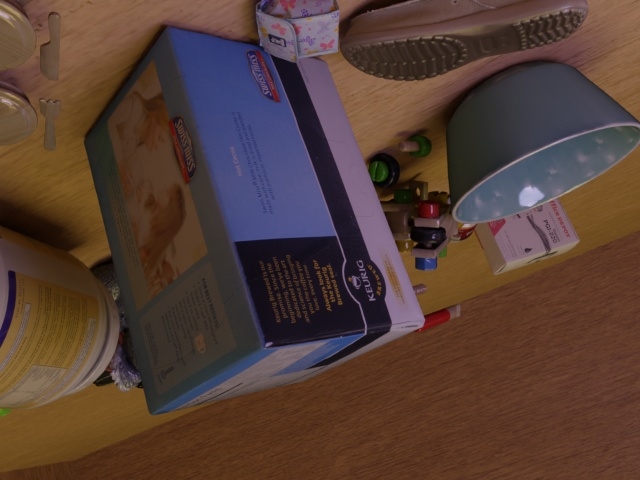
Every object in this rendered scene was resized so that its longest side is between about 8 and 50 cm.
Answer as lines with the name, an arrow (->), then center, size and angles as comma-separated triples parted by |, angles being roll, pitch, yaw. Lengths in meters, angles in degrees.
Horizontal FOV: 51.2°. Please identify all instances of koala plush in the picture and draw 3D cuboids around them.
koala plush -> -0.318, 0.151, 1.207 | 0.196, 0.221, 0.203 | -12, 161, -22

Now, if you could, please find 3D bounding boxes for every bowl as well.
bowl -> 0.326, -0.166, 1.063 | 0.311, 0.163, 0.311 | -18, 162, -6

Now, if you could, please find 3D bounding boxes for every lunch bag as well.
lunch bag -> -0.024, -0.224, 0.694 | 0.083, 0.053, 0.071 | -9, 160, -4

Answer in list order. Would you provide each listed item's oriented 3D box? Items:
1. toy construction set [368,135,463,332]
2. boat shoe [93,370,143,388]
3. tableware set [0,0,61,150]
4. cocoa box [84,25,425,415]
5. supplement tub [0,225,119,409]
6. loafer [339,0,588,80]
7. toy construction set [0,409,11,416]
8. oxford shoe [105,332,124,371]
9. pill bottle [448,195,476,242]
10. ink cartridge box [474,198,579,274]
toy construction set -> 0.183, 0.000, 1.220 | 0.237, 0.309, 0.257 | -9, 168, -45
boat shoe -> -0.467, 0.353, 1.827 | 0.340, 0.113, 0.127 | -19, 163, -2
tableware set -> -0.305, -0.158, 0.610 | 0.128, 0.039, 0.194 | 1, 149, -23
cocoa box -> -0.087, -0.017, 0.750 | 0.228, 0.347, 0.231 | -2, 156, -43
supplement tub -> -0.444, 0.105, 0.901 | 0.241, 0.241, 0.331 | -22, 162, 6
loafer -> 0.153, -0.252, 0.750 | 0.268, 0.092, 0.102 | -7, 163, 12
toy construction set -> -0.674, 0.283, 1.375 | 0.215, 0.151, 0.327 | -38, -175, -39
oxford shoe -> -0.335, 0.236, 1.574 | 0.396, 0.141, 0.146 | -10, 159, -27
pill bottle -> 0.317, -0.047, 1.535 | 0.086, 0.086, 0.152 | -19, 163, -3
ink cartridge box -> 0.524, -0.023, 1.712 | 0.217, 0.159, 0.092 | -16, 161, -15
